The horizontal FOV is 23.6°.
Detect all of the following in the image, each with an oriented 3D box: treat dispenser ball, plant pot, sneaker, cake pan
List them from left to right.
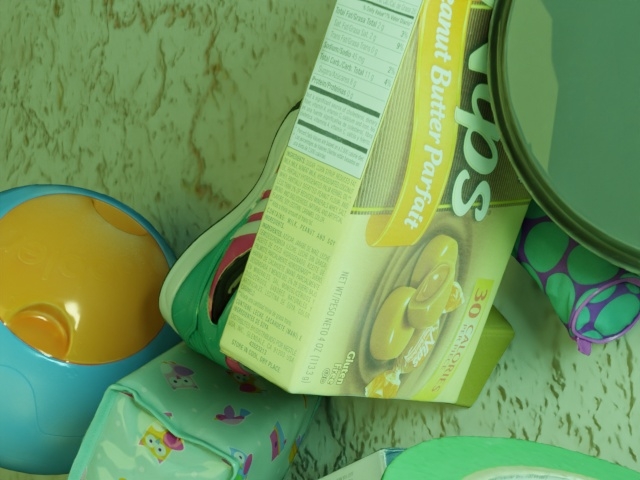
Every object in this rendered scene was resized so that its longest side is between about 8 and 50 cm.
[{"bbox_3d":[-0.268,0.088,1.520,0.288,0.288,0.288,-10,77,52],"label":"treat dispenser ball"},{"bbox_3d":[0.000,0.000,1.273,0.295,0.124,0.178,-52,42,6],"label":"sneaker"},{"bbox_3d":[0.087,0.078,1.221,0.081,0.083,0.081,53,126,42],"label":"plant pot"},{"bbox_3d":[0.241,-0.113,0.939,0.293,0.054,0.293,2,95,18],"label":"cake pan"}]

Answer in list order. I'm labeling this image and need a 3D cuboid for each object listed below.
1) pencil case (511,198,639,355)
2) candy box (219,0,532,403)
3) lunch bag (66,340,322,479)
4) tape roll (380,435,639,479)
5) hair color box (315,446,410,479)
[{"bbox_3d":[0.173,0.011,1.133,0.070,0.064,0.151,-51,45,14],"label":"pencil case"},{"bbox_3d":[0.065,-0.048,1.072,0.087,0.183,0.316,26,101,41],"label":"candy box"},{"bbox_3d":[-0.135,0.227,1.359,0.160,0.223,0.262,32,113,12],"label":"lunch bag"},{"bbox_3d":[0.174,0.224,0.888,0.321,0.321,0.077,39,116,48],"label":"tape roll"},{"bbox_3d":[0.066,0.352,1.192,0.174,0.105,0.347,-33,59,46],"label":"hair color box"}]
